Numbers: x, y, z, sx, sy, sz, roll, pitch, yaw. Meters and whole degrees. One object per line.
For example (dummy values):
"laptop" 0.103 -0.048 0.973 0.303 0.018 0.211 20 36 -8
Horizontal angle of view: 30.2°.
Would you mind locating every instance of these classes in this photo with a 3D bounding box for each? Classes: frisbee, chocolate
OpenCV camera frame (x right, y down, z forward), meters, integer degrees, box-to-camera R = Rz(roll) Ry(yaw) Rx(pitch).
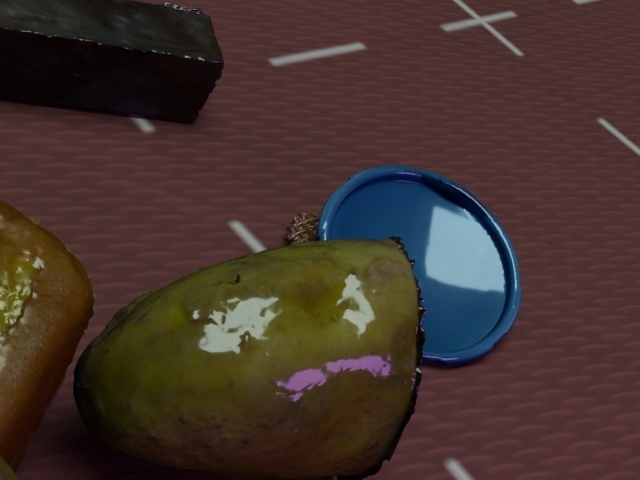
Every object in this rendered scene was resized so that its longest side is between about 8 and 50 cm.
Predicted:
"frisbee" 0.104 0.028 1.284 0.242 0.045 0.242 11 57 -19
"chocolate" -0.280 -0.214 1.338 0.321 0.112 0.112 5 43 -25

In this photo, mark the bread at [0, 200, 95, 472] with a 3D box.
"bread" -0.282 0.099 0.851 0.204 0.156 0.288 36 48 -17

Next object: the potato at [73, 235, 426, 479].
"potato" -0.071 0.103 0.988 0.266 0.229 0.229 2 42 -32

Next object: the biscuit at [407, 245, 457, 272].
"biscuit" 0.125 0.010 1.354 0.084 0.023 0.084 16 39 -13

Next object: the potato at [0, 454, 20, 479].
"potato" -0.247 0.185 0.615 0.288 0.301 0.237 3 76 -11

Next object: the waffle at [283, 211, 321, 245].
"waffle" 0.000 0.000 1.296 0.083 0.029 0.075 14 38 -9
